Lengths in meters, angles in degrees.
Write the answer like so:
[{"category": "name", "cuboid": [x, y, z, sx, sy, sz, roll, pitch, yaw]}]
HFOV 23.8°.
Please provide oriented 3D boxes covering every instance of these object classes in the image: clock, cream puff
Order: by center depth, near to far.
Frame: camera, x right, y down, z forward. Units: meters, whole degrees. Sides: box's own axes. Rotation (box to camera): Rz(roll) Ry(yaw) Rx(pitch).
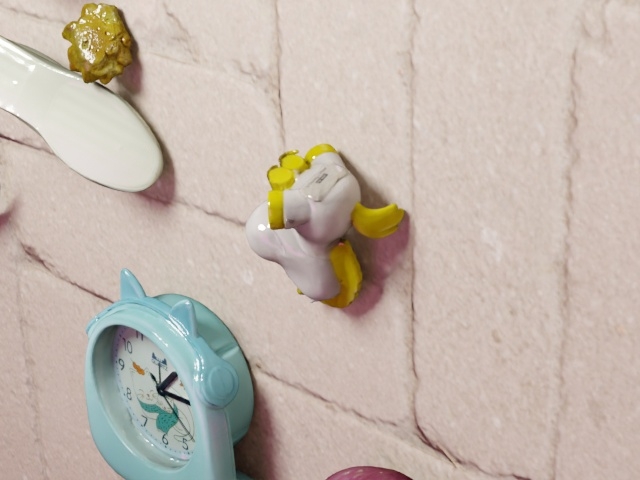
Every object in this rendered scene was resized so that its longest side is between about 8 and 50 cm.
[{"category": "cream puff", "cuboid": [-0.233, -0.205, 1.594, 0.083, 0.083, 0.058, 37, 175, 13]}, {"category": "clock", "cuboid": [-0.164, 0.164, 1.689, 0.223, 0.094, 0.274, 25, 125, 37]}]

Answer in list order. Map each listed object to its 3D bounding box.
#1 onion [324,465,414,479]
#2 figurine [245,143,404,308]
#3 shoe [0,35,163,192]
[{"category": "onion", "cuboid": [0.054, 0.306, 1.485, 0.177, 0.153, 0.177, 1, 92, 45]}, {"category": "figurine", "cuboid": [-0.007, -0.002, 1.437, 0.129, 0.109, 0.178, 31, 138, 3]}, {"category": "shoe", "cuboid": [-0.276, -0.145, 1.658, 0.265, 0.110, 0.095, 34, 95, 4]}]
